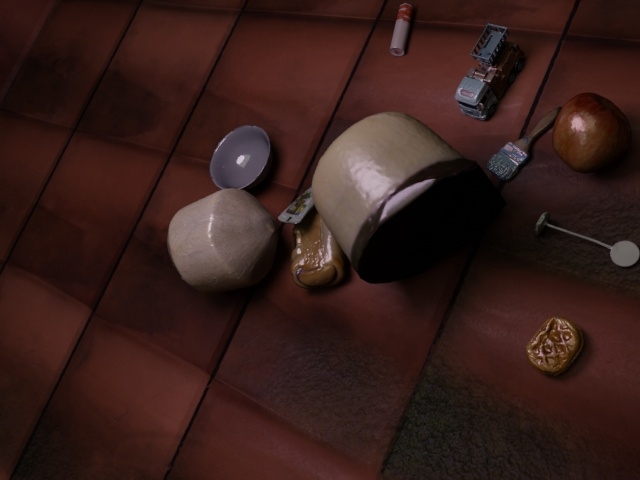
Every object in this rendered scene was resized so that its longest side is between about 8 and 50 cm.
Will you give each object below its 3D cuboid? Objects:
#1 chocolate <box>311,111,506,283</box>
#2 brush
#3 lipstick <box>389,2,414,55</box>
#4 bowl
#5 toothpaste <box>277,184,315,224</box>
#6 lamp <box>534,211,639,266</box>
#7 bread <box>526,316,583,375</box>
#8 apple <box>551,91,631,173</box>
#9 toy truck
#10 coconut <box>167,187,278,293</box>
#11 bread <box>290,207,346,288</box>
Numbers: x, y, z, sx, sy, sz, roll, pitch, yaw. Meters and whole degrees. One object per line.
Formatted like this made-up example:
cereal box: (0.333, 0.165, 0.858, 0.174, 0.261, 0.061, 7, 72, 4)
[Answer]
chocolate: (0.147, -0.115, 1.409, 0.326, 0.314, 0.297, -35, 64, 17)
brush: (0.435, -0.209, 1.477, 0.196, 0.021, 0.070, -45, 52, 5)
lipstick: (0.203, -0.525, 1.748, 0.038, 0.038, 0.130, 4, 72, 33)
bowl: (-0.188, -0.197, 1.822, 0.189, 0.086, 0.189, -13, 62, 26)
toothpaste: (0.001, -0.119, 1.634, 0.067, 0.037, 0.255, 16, 50, 41)
lamp: (0.505, 0.000, 1.338, 0.198, 0.056, 0.050, 26, 83, 26)
bread: (0.431, 0.194, 1.286, 0.083, 0.044, 0.110, 38, 93, 34)
apple: (0.516, -0.202, 1.346, 0.131, 0.146, 0.146, -57, 47, 34)
toy truck: (0.361, -0.364, 1.530, 0.080, 0.115, 0.177, 29, 88, 37)
coconut: (-0.217, 0.001, 1.661, 0.266, 0.237, 0.237, -22, 59, 29)
bread: (0.000, 0.000, 1.620, 0.134, 0.081, 0.225, -9, 62, 25)
